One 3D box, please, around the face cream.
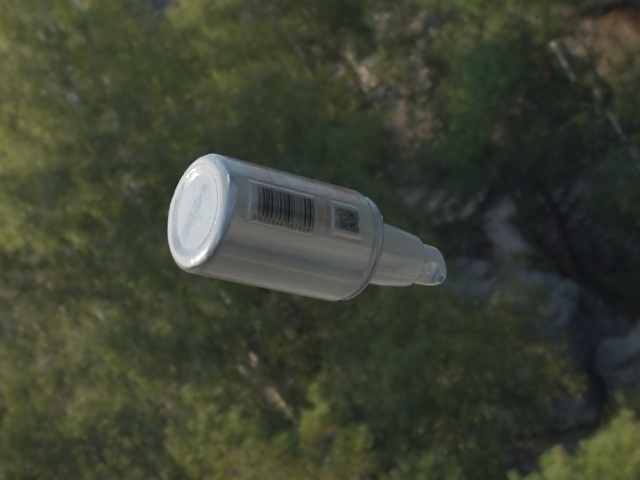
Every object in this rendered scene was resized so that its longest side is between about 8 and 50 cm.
[{"bbox_3d":[0.000,0.000,1.224,0.101,0.251,0.101,-24,59,50],"label":"face cream"}]
